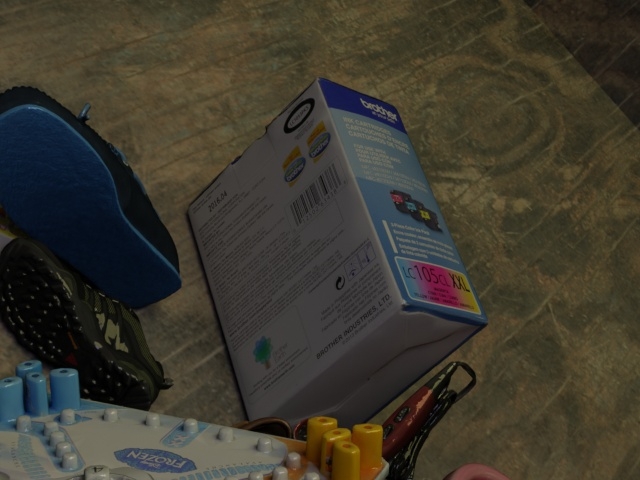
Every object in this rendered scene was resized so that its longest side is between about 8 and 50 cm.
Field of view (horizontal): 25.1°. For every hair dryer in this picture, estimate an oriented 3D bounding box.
[{"bbox_3d":[0.055,0.231,1.594,0.080,0.224,0.293,16,4,34],"label":"hair dryer"}]

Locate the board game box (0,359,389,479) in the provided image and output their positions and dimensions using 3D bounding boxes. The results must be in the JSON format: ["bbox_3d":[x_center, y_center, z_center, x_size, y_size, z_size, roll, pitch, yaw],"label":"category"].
[{"bbox_3d":[-0.184,0.212,1.194,0.390,0.050,0.390,8,19,20],"label":"board game box"}]

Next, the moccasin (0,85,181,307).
[{"bbox_3d":[-0.263,-0.052,1.538,0.342,0.137,0.117,64,8,-50],"label":"moccasin"}]

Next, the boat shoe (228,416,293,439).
[{"bbox_3d":[-0.130,0.260,1.398,0.123,0.123,0.342,52,32,8],"label":"boat shoe"}]

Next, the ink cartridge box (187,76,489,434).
[{"bbox_3d":[0.000,0.000,1.707,0.151,0.270,0.395,15,44,-43],"label":"ink cartridge box"}]

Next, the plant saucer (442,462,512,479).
[{"bbox_3d":[0.218,0.416,1.629,0.332,0.084,0.332,45,23,-25],"label":"plant saucer"}]

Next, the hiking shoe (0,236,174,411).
[{"bbox_3d":[-0.249,0.089,1.511,0.227,0.086,0.114,52,18,-1],"label":"hiking shoe"}]

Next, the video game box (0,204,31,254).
[{"bbox_3d":[-0.396,-0.083,1.543,0.205,0.048,0.187,27,34,-29],"label":"video game box"}]
